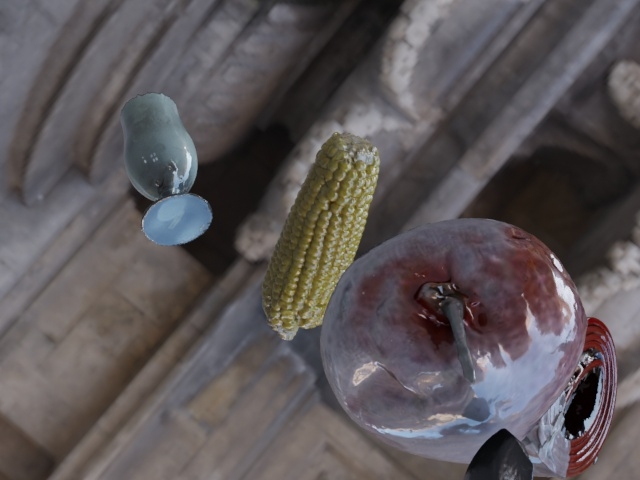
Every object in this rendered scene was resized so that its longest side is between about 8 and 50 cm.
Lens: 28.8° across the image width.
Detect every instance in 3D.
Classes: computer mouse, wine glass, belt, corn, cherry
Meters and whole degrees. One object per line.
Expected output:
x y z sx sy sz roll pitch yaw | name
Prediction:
0.187 0.289 1.364 0.099 0.057 0.172 146 -47 -62 | computer mouse
-0.198 -0.094 1.562 0.093 0.093 0.202 -50 -138 29 | wine glass
0.361 0.251 1.951 0.115 0.227 0.324 -4 -155 36 | belt
0.000 0.000 1.934 0.130 0.130 0.347 -49 161 -68 | corn
0.153 0.136 1.540 0.326 0.291 0.335 -3 141 -25 | cherry
